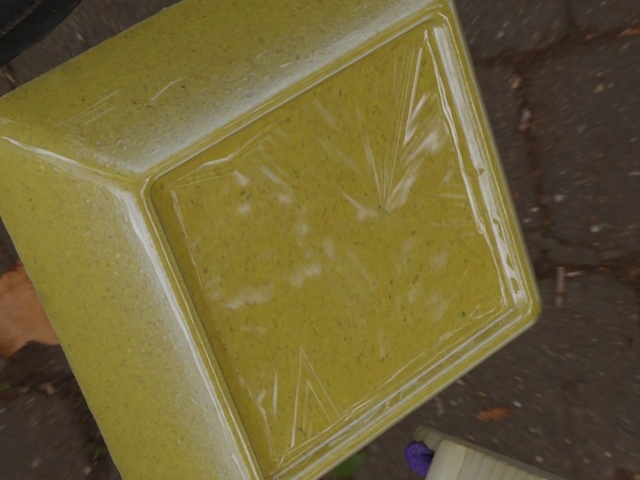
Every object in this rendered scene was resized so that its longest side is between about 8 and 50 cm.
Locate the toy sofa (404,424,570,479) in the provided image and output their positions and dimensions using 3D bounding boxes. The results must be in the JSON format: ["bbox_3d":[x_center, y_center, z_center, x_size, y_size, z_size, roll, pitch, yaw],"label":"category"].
[{"bbox_3d":[0.210,0.264,1.164,0.362,0.177,0.150,24,85,-29],"label":"toy sofa"}]

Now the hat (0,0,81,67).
[{"bbox_3d":[-0.183,-0.160,0.404,0.331,0.331,0.134,11,65,-2],"label":"hat"}]

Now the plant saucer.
[{"bbox_3d":[0.000,0.000,1.001,0.333,0.081,0.333,-33,119,-25],"label":"plant saucer"}]
